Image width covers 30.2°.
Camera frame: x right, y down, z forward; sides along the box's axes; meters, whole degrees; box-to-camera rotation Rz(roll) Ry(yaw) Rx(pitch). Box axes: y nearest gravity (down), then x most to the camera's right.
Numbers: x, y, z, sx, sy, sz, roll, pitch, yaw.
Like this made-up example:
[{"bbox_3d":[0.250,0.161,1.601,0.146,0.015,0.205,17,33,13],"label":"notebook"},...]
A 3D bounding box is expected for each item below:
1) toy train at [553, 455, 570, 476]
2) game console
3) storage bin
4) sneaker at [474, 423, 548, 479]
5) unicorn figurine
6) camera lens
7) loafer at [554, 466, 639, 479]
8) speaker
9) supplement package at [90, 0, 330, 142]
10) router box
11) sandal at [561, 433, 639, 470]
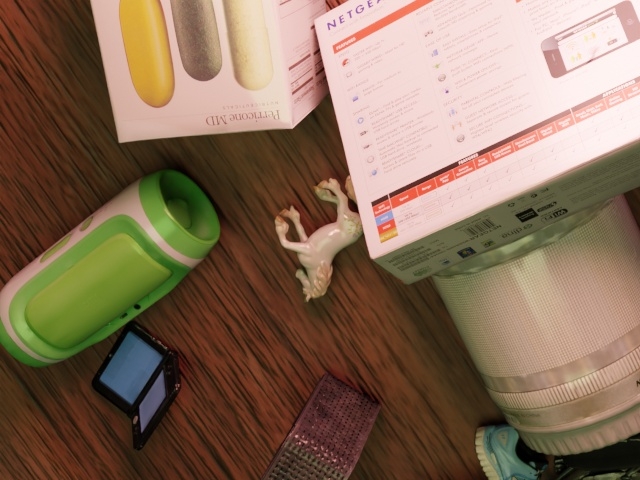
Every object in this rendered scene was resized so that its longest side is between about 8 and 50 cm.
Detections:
[{"bbox_3d":[0.285,0.228,1.422,0.036,0.027,0.158,-15,106,16],"label":"toy train"},{"bbox_3d":[-0.239,0.188,1.527,0.071,0.107,0.122,22,117,-24],"label":"game console"},{"bbox_3d":[-0.005,0.254,1.425,0.084,0.180,0.122,32,114,3],"label":"storage bin"},{"bbox_3d":[0.246,0.293,1.437,0.073,0.063,0.162,-22,103,18],"label":"sneaker"},{"bbox_3d":[0.000,0.000,1.398,0.162,0.060,0.111,-35,97,23],"label":"unicorn figurine"},{"bbox_3d":[0.250,0.060,1.265,0.219,0.219,0.274,-22,102,21],"label":"camera lens"},{"bbox_3d":[0.391,0.282,1.367,0.267,0.084,0.096,-20,106,13],"label":"loafer"},{"bbox_3d":[-0.264,0.037,1.448,0.296,0.131,0.131,-35,98,23],"label":"speaker"},{"bbox_3d":[-0.114,-0.260,1.258,0.199,0.198,0.263,-3,109,16],"label":"supplement package"},{"bbox_3d":[0.178,-0.159,1.157,0.335,0.082,0.301,-24,59,22],"label":"router box"},{"bbox_3d":[0.459,0.151,1.270,0.445,0.167,0.107,-16,106,20],"label":"sandal"}]
